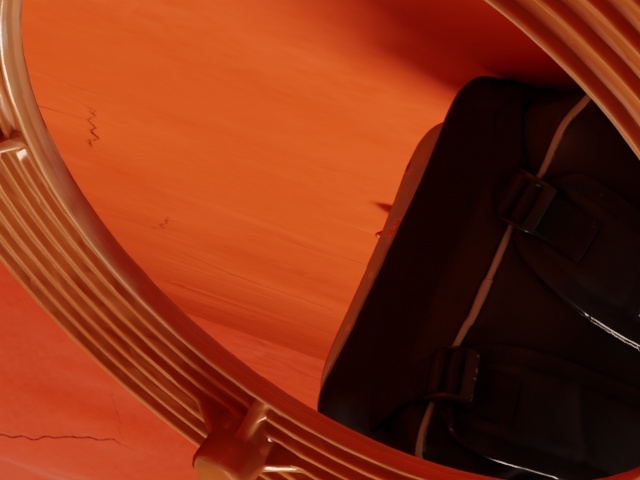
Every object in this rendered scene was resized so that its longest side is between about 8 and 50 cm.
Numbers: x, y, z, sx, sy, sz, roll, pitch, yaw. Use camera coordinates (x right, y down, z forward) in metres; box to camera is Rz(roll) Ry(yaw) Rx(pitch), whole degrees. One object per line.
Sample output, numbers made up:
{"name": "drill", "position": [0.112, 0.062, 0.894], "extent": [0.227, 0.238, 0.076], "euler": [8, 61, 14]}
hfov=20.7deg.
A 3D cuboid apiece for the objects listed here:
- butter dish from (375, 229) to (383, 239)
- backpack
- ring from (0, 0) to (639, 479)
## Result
{"name": "butter dish", "position": [0.115, 0.069, 1.028], "extent": [0.160, 0.118, 0.160], "euler": [13, 171, 31]}
{"name": "backpack", "position": [0.105, 0.042, 0.656], "extent": [0.188, 0.165, 0.144], "euler": [25, 173, -22]}
{"name": "ring", "position": [0.000, 0.000, 0.472], "extent": [0.337, 0.032, 0.336], "euler": [26, 145, 20]}
